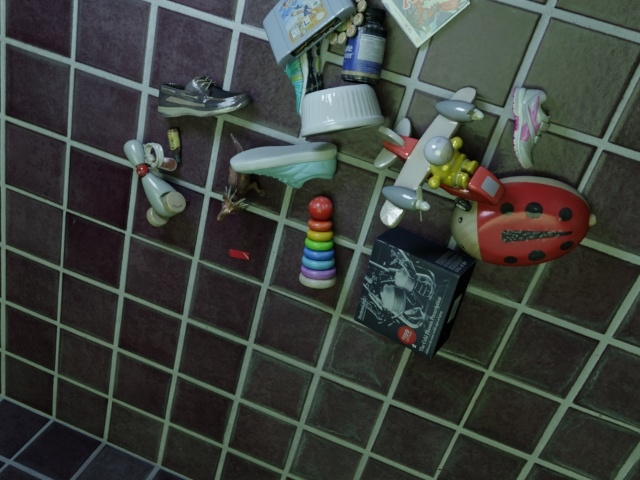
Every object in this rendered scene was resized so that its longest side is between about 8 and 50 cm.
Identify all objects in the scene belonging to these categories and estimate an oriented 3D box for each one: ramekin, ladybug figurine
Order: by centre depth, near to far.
[{"bbox_3d":[0.062,-0.409,1.832,0.272,0.273,0.127,-6,98,19],"label":"ramekin"},{"bbox_3d":[0.641,-0.047,1.860,0.448,0.162,0.305,-7,110,20],"label":"ladybug figurine"}]

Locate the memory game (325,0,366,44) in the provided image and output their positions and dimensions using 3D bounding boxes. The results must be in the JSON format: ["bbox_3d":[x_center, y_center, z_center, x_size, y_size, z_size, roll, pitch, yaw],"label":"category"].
[{"bbox_3d":[0.072,-0.686,1.769,0.012,0.186,0.186,13,128,-40],"label":"memory game"}]

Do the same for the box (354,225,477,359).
[{"bbox_3d":[0.319,0.174,2.005,0.312,0.179,0.344,25,119,25],"label":"box"}]

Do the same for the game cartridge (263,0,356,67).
[{"bbox_3d":[-0.044,-0.697,1.792,0.297,0.062,0.198,-31,70,25],"label":"game cartridge"}]

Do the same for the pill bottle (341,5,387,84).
[{"bbox_3d":[0.138,-0.597,1.787,0.122,0.123,0.220,11,103,12],"label":"pill bottle"}]

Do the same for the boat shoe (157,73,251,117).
[{"bbox_3d":[-0.414,-0.500,2.004,0.354,0.132,0.130,0,113,16],"label":"boat shoe"}]

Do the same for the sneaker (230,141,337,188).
[{"bbox_3d":[-0.119,-0.238,1.977,0.365,0.135,0.150,-5,117,-5],"label":"sneaker"}]

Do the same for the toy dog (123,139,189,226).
[{"bbox_3d":[-0.596,-0.224,2.184,0.220,0.161,0.334,2,110,32],"label":"toy dog"}]

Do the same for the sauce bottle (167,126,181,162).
[{"bbox_3d":[-0.540,-0.354,2.157,0.042,0.042,0.128,3,115,16],"label":"sauce bottle"}]

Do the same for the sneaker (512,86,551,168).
[{"bbox_3d":[0.643,-0.342,1.764,0.111,0.103,0.253,-1,113,19],"label":"sneaker"}]

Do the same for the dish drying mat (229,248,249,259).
[{"bbox_3d":[-0.319,0.056,2.288,0.083,0.008,0.032,10,116,13],"label":"dish drying mat"}]

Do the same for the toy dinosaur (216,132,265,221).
[{"bbox_3d":[-0.288,-0.218,2.050,0.127,0.200,0.296,8,114,14],"label":"toy dinosaur"}]

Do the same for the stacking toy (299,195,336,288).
[{"bbox_3d":[0.000,0.000,2.110,0.141,0.141,0.331,9,108,13],"label":"stacking toy"}]

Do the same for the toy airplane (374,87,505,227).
[{"bbox_3d":[0.338,-0.259,1.773,0.383,0.272,0.387,-13,78,7],"label":"toy airplane"}]

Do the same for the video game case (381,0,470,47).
[{"bbox_3d":[0.315,-0.717,1.744,0.201,0.023,0.183,-36,99,27],"label":"video game case"}]

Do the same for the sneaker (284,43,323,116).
[{"bbox_3d":[-0.060,-0.545,1.910,0.109,0.107,0.276,11,112,32],"label":"sneaker"}]
